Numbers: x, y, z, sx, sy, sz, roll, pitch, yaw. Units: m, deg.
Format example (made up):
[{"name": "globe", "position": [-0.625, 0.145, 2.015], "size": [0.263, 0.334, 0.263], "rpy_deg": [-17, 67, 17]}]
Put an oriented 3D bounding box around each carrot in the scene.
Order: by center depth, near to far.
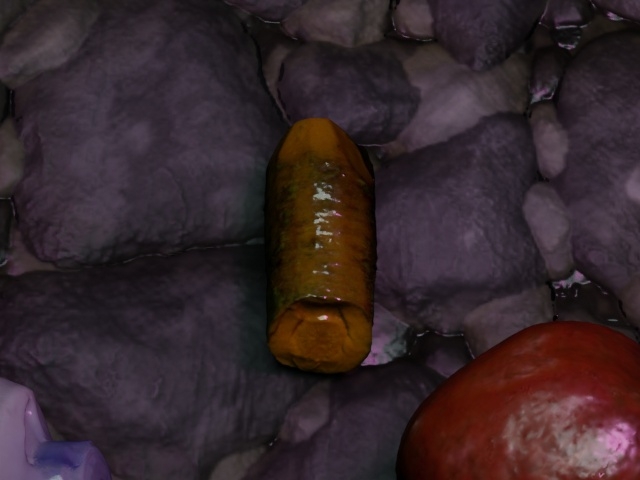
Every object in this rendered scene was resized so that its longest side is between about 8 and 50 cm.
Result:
[{"name": "carrot", "position": [0.000, 0.000, 1.332], "size": [0.082, 0.082, 0.173], "rpy_deg": [1, 57, -6]}]

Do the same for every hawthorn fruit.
[{"name": "hawthorn fruit", "position": [0.127, 0.148, 1.210], "size": [0.202, 0.185, 0.185], "rpy_deg": [-12, 62, -8]}]

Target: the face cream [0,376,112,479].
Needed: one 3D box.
[{"name": "face cream", "position": [-0.336, 0.170, 1.198], "size": [0.420, 0.137, 0.234], "rpy_deg": [-3, 62, 5]}]
